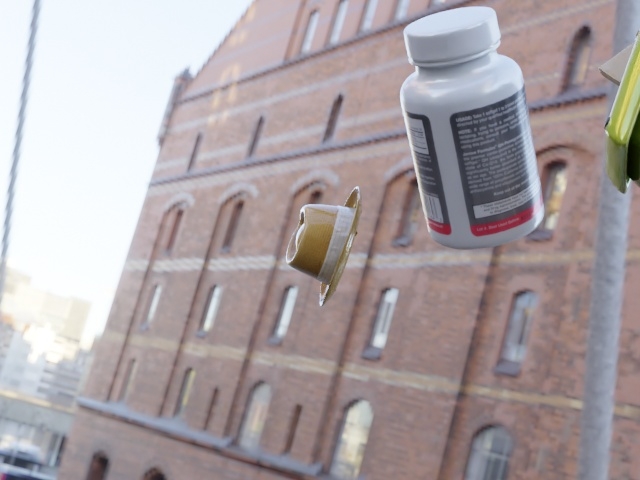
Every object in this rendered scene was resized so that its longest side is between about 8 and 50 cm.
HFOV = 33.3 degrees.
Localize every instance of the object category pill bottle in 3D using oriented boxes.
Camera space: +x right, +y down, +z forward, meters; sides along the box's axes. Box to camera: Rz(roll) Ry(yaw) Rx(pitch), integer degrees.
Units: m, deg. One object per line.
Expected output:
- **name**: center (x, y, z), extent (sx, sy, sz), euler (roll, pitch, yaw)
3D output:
- **pill bottle**: center (0.213, -0.162, 1.536), extent (0.176, 0.318, 0.176), euler (-12, 23, 5)

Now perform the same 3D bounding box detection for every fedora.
- **fedora**: center (0.000, 0.000, 1.532), extent (0.079, 0.194, 0.194), euler (18, -11, -5)

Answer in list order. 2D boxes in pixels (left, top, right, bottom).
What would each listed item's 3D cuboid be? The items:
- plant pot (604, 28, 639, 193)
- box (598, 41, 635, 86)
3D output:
- **plant pot**: center (0.501, -0.159, 1.427), extent (0.207, 0.227, 0.228), euler (18, -11, 19)
- **box**: center (0.616, -0.302, 1.881), extent (0.201, 0.164, 0.021), euler (51, -5, 46)
